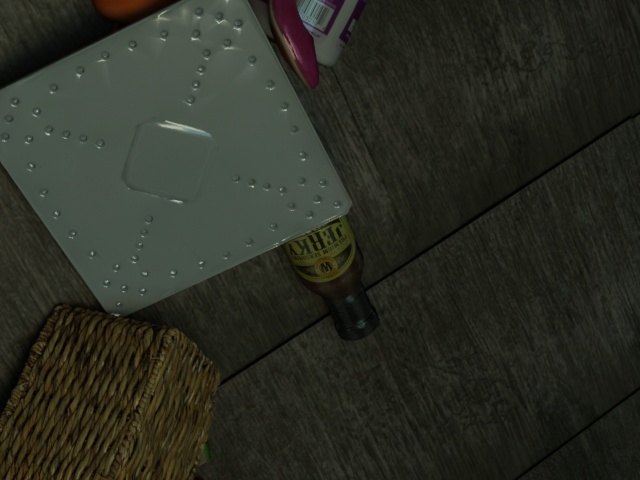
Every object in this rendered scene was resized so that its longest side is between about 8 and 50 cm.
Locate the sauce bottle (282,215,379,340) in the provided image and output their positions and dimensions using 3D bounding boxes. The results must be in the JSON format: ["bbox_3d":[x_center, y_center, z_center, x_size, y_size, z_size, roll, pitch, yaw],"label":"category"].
[{"bbox_3d":[0.000,0.000,1.888,0.111,0.111,0.344,-33,117,-12],"label":"sauce bottle"}]

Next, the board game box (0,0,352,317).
[{"bbox_3d":[-0.208,-0.119,1.696,0.390,0.050,0.390,-25,123,6],"label":"board game box"}]

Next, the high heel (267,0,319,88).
[{"bbox_3d":[-0.021,-0.325,1.617,0.117,0.082,0.244,-23,89,-5],"label":"high heel"}]

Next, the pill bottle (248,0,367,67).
[{"bbox_3d":[0.010,-0.408,1.725,0.169,0.169,0.301,24,95,-30],"label":"pill bottle"}]

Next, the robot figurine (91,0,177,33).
[{"bbox_3d":[-0.253,-0.380,1.633,0.158,0.128,0.219,-29,119,-45],"label":"robot figurine"}]

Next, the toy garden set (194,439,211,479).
[{"bbox_3d":[-0.259,0.382,1.889,0.244,0.049,0.203,-25,118,-34],"label":"toy garden set"}]

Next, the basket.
[{"bbox_3d":[-0.303,0.270,1.771,0.213,0.223,0.299,54,50,-55],"label":"basket"}]

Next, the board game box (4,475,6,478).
[{"bbox_3d":[-0.458,0.315,1.782,0.181,0.092,0.043,41,86,-30],"label":"board game box"}]
